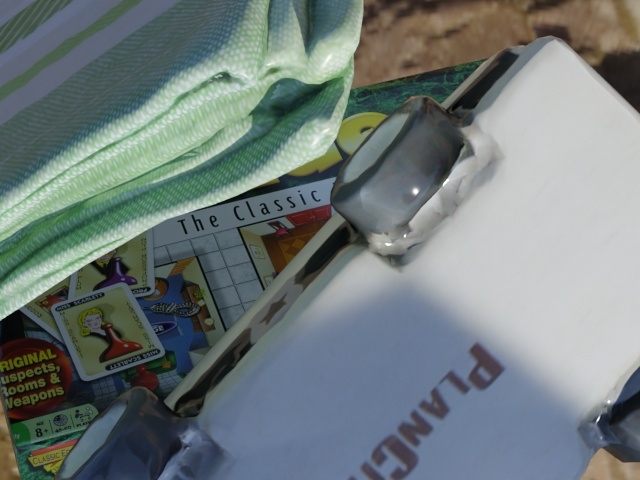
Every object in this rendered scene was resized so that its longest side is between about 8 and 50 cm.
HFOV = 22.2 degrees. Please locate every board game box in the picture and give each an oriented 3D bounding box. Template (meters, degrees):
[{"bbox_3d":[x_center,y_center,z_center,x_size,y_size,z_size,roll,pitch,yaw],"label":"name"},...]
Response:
[{"bbox_3d":[0.000,0.000,0.617,0.259,0.030,0.136,-15,45,-12],"label":"board game box"}]

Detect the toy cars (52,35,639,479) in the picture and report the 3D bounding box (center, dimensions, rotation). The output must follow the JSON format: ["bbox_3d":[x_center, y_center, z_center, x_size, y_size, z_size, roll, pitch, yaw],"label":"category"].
[{"bbox_3d":[0.009,0.142,0.425,0.176,0.087,0.394,1,99,-10],"label":"toy cars"}]

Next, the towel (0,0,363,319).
[{"bbox_3d":[-0.058,-0.073,0.492,0.247,0.325,0.038,-28,115,31],"label":"towel"}]
